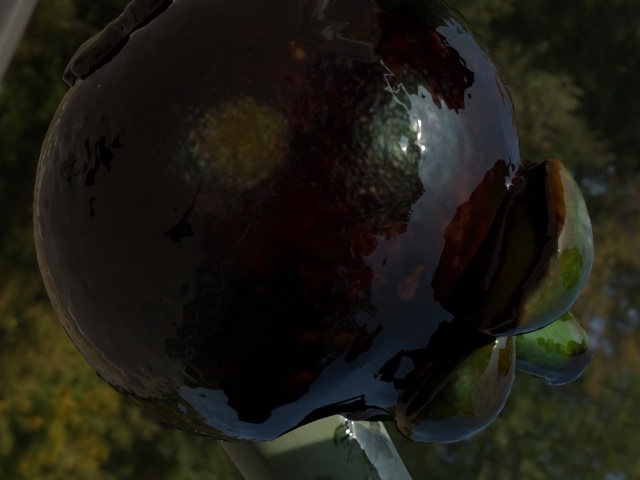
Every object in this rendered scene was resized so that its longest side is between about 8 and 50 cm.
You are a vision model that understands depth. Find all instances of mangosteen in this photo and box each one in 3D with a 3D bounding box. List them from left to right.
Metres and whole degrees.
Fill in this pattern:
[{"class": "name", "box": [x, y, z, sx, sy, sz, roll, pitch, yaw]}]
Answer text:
[{"class": "mangosteen", "box": [-0.009, -0.017, 1.034, 0.311, 0.311, 0.311, -63, -172, 17]}]

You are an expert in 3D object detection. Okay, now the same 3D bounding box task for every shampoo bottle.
[{"class": "shampoo bottle", "box": [0.025, 0.210, 1.351, 0.118, 0.234, 0.087, -30, -177, -23]}]
